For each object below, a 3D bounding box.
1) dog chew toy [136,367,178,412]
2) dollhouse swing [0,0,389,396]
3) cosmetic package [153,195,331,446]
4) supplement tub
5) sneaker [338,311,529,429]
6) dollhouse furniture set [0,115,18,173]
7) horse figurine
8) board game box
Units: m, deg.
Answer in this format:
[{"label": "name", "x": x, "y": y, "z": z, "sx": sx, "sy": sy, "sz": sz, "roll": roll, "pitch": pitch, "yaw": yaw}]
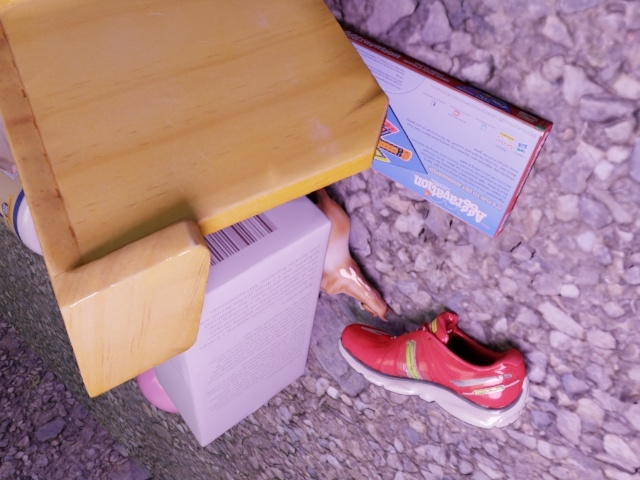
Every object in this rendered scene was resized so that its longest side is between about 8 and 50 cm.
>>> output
[{"label": "dog chew toy", "x": -0.320, "y": 0.187, "z": 1.205, "sx": 0.207, "sy": 0.207, "sz": 0.331, "roll": -33, "pitch": 83, "yaw": 51}, {"label": "dollhouse swing", "x": -0.150, "y": -0.089, "z": 0.602, "sx": 0.346, "sy": 0.305, "sz": 0.315, "roll": 61, "pitch": 153, "yaw": 22}, {"label": "cosmetic package", "x": -0.139, "y": 0.113, "z": 0.869, "sx": 0.161, "sy": 0.230, "sz": 0.453, "roll": 45, "pitch": 149, "yaw": 25}, {"label": "supplement tub", "x": -0.615, "y": -0.128, "z": 1.247, "sx": 0.316, "sy": 0.228, "sz": 0.228, "roll": 33, "pitch": 136, "yaw": 25}, {"label": "sneaker", "x": 0.151, "y": 0.150, "z": 0.789, "sx": 0.279, "sy": 0.107, "sz": 0.118, "roll": 14, "pitch": 108, "yaw": 35}, {"label": "dollhouse furniture set", "x": -0.621, "y": -0.319, "z": 1.009, "sx": 0.394, "sy": 0.362, "sz": 0.256, "roll": 22, "pitch": 131, "yaw": 24}, {"label": "horse figurine", "x": 0.000, "y": 0.000, "z": 0.840, "sx": 0.175, "sy": 0.066, "sz": 0.263, "roll": 15, "pitch": 129, "yaw": 46}, {"label": "board game box", "x": 0.108, "y": -0.130, "z": 0.665, "sx": 0.281, "sy": 0.027, "sz": 0.145, "roll": 34, "pitch": 135, "yaw": 24}]
